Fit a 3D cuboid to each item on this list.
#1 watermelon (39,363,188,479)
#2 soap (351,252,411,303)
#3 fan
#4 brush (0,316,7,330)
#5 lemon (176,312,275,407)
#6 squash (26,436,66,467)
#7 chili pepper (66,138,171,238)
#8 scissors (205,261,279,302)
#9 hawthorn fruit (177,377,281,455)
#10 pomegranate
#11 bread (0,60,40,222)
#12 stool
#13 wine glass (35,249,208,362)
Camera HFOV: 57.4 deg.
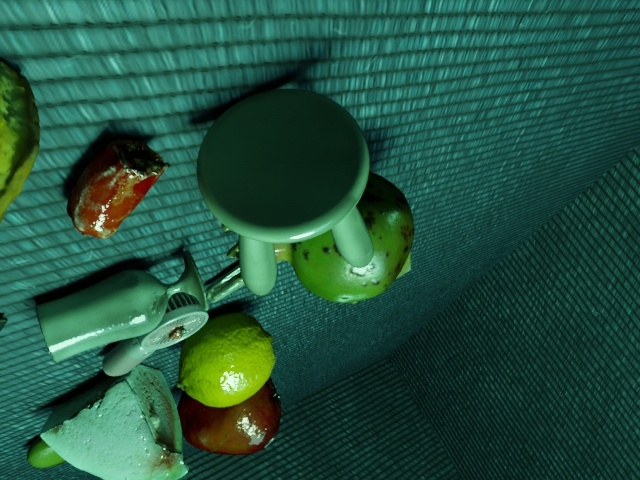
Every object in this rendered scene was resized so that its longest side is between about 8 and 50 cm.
[{"bbox_3d":[-0.391,0.358,1.257,0.290,0.319,0.214,-58,166,-61],"label":"watermelon"},{"bbox_3d":[0.118,0.041,1.378,0.199,0.091,0.315,-32,161,-4],"label":"soap"},{"bbox_3d":[-0.313,0.179,1.085,0.244,0.074,0.130,-39,160,22],"label":"fan"},{"bbox_3d":[-0.511,0.162,0.834,0.193,0.016,0.062,-44,157,29],"label":"brush"},{"bbox_3d":[-0.203,0.256,1.262,0.231,0.192,0.192,-25,160,-23],"label":"lemon"},{"bbox_3d":[-0.522,0.433,1.373,0.340,0.095,0.094,-24,160,-13],"label":"squash"},{"bbox_3d":[-0.232,-0.056,0.649,0.070,0.073,0.123,36,115,-24],"label":"chili pepper"},{"bbox_3d":[-0.092,0.028,1.097,0.289,0.041,0.138,-32,165,-1],"label":"scissors"},{"bbox_3d":[-0.260,0.461,1.595,0.307,0.266,0.265,-22,161,4],"label":"hawthorn fruit"},{"bbox_3d":[0.011,0.000,0.917,0.285,0.231,0.231,-13,154,-31],"label":"pomegranate"},{"bbox_3d":[-0.326,-0.051,0.433,0.228,0.140,0.143,-32,153,-2],"label":"bread"},{"bbox_3d":[-0.038,-0.052,0.733,0.195,0.196,0.199,-15,155,-4],"label":"stool"},{"bbox_3d":[-0.293,0.099,0.876,0.230,0.103,0.103,-21,158,-22],"label":"wine glass"}]
